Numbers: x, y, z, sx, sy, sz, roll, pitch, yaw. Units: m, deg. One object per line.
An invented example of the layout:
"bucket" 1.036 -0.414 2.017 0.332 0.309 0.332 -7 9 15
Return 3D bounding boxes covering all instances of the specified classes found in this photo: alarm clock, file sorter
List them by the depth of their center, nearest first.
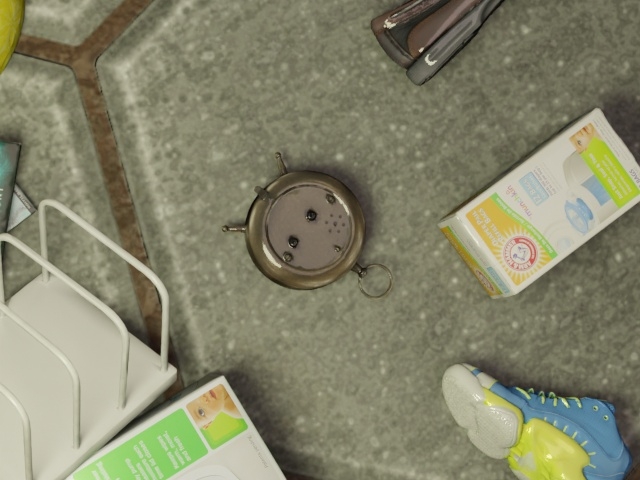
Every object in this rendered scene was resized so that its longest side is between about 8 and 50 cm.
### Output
"file sorter" -0.300 0.118 1.587 0.193 0.173 0.278 35 55 20
"alarm clock" 0.000 0.000 1.777 0.192 0.064 0.129 36 81 -7

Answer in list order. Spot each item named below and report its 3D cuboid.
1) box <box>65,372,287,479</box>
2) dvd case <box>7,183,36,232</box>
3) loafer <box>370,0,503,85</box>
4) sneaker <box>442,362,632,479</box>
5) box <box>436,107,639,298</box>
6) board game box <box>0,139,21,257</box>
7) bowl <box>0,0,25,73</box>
"box" -0.139 0.308 1.699 0.231 0.127 0.262 -30 91 -12
"dvd case" -0.379 -0.029 1.744 0.119 0.013 0.087 -38 92 -10
"loafer" 0.183 -0.307 1.807 0.095 0.109 0.302 44 84 1
"sneaker" 0.247 0.201 1.795 0.240 0.091 0.126 46 62 -2
"box" 0.246 -0.038 1.793 0.203 0.103 0.114 -36 91 -10
"board game box" -0.394 -0.021 1.720 0.126 0.026 0.186 9 85 -8
"bowl" -0.451 -0.269 1.681 0.290 0.156 0.289 1 85 -9
